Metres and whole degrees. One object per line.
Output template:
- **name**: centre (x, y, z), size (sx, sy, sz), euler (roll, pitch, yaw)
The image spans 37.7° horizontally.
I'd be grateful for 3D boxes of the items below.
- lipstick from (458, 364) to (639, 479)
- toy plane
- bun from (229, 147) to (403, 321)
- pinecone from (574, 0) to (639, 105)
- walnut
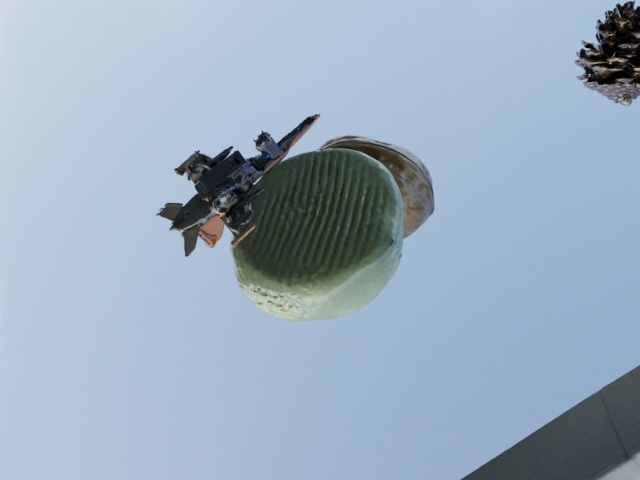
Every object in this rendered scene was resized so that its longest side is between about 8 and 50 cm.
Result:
- **lipstick**: centre (0.162, 0.177, 0.627), size (0.371, 0.076, 0.079), euler (-38, -162, 16)
- **toy plane**: centre (-0.079, -0.067, 0.918), size (0.188, 0.062, 0.135), euler (-45, -128, 10)
- **bun**: centre (-0.001, 0.002, 1.059), size (0.221, 0.108, 0.221), euler (-10, -132, 11)
- **pinecone**: centre (0.509, -0.313, 1.567), size (0.174, 0.173, 0.173), euler (-26, -137, 27)
- **walnut**: centre (0.069, -0.073, 1.391), size (0.207, 0.167, 0.167), euler (14, -121, 2)
